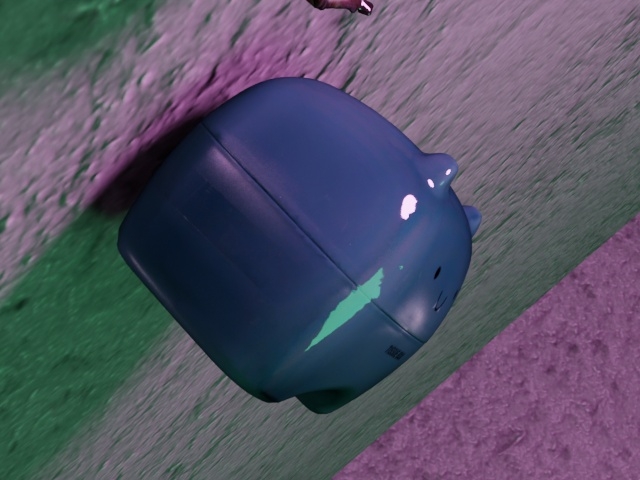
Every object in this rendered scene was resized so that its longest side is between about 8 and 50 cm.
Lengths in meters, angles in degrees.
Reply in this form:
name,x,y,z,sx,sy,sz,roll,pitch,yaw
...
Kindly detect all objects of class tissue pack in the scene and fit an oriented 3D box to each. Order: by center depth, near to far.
name,x,y,z,sx,sy,sz,roll,pitch,yaw
tissue pack,0.000,0.000,0.964,0.206,0.198,0.287,-45,163,0

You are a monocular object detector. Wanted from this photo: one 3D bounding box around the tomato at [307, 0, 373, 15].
name,x,y,z,sx,sy,sz,roll,pitch,yaw
tomato,0.033,-0.226,0.623,0.199,0.112,0.228,-42,168,-38
